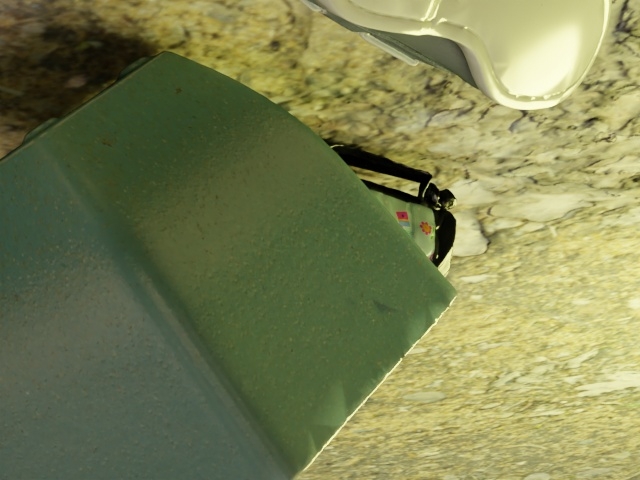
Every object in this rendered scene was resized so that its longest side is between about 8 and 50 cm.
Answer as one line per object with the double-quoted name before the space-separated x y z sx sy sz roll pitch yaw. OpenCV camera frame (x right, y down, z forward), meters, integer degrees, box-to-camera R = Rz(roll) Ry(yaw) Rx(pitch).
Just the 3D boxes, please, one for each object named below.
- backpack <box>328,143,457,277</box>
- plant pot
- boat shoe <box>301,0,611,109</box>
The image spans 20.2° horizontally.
"backpack" 0.000 0.000 1.361 0.152 0.115 0.182 -23 152 38
"plant pot" -0.114 0.030 1.170 0.248 0.252 0.247 -28 -169 39
"boat shoe" 0.069 -0.159 1.061 0.099 0.116 0.319 30 -169 35
